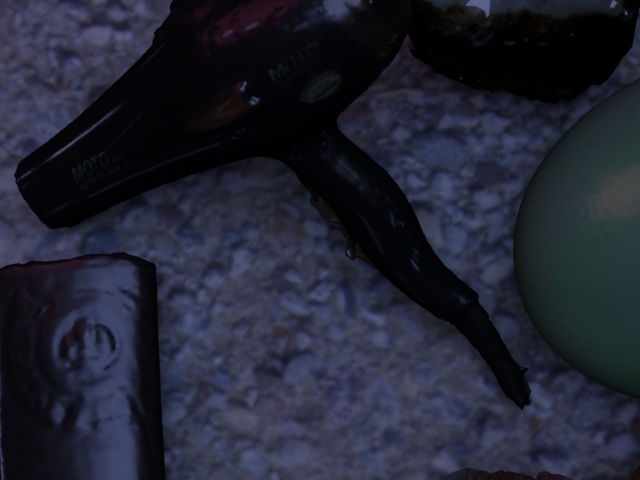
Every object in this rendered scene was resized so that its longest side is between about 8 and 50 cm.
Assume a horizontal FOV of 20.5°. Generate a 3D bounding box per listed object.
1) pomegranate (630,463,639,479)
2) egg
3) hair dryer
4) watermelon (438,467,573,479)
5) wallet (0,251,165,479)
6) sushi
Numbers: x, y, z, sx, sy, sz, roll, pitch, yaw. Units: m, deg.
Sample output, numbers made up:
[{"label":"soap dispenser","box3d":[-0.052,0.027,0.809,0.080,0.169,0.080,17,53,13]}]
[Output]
[{"label":"pomegranate","box3d":[0.255,0.197,1.076,0.196,0.196,0.196,0,80,0]},{"label":"egg","box3d":[0.252,-0.006,1.084,0.269,0.220,0.220,-12,80,-1]},{"label":"hair dryer","box3d":[0.000,0.000,1.132,0.303,0.120,0.359,-32,108,30]},{"label":"watermelon","box3d":[0.142,0.203,1.046,0.094,0.241,0.154,6,73,-23]},{"label":"wallet","box3d":[-0.180,0.172,1.128,0.170,0.044,0.321,-6,80,9]},{"label":"sushi","box3d":[0.113,-0.263,1.146,0.196,0.182,0.343,0,76,-7]}]
